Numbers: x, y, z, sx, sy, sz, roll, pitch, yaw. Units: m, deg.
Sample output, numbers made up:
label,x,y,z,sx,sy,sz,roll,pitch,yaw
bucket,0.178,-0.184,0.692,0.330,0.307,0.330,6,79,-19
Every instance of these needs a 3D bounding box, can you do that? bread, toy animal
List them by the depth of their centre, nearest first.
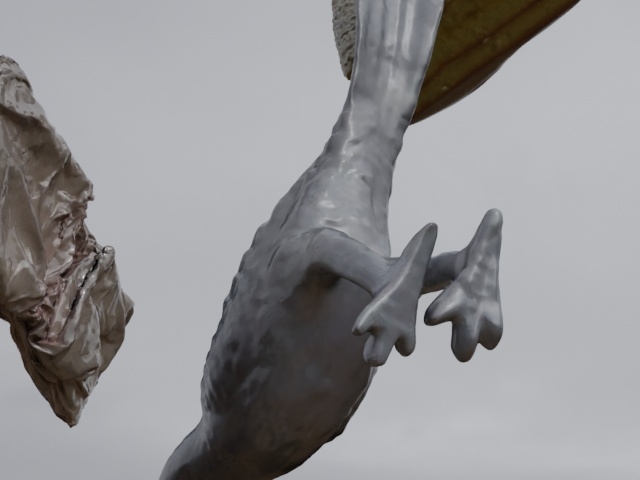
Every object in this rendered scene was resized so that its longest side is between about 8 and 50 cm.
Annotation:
label,x,y,z,sx,sy,sz,roll,pitch,yaw
toy animal,0.008,0.018,0.776,0.081,0.367,0.206,25,-7,-24
bread,0.124,-0.229,1.499,0.234,0.184,0.110,-37,-54,19

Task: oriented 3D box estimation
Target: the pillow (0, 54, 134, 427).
label,x,y,z,sx,sy,sz,roll,pitch,yaw
pillow,-0.189,0.005,1.157,0.049,0.135,0.248,-3,-50,24
